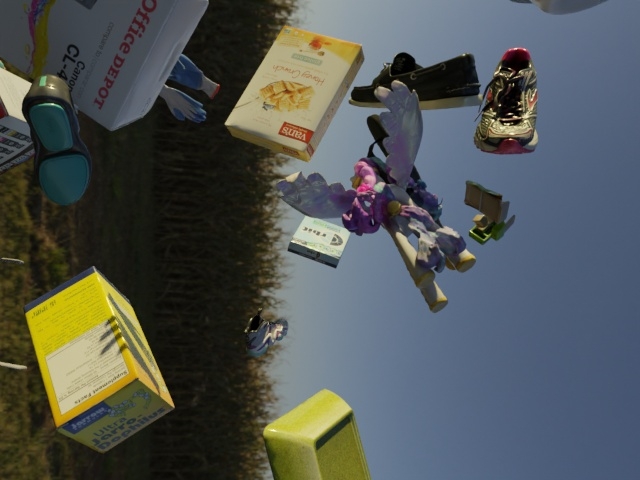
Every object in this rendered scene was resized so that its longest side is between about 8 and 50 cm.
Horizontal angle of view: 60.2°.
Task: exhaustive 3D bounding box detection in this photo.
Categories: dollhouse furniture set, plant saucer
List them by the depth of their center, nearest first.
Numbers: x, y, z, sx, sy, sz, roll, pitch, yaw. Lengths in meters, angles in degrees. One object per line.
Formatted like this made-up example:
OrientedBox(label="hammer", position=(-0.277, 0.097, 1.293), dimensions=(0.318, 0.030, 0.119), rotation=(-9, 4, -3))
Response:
OrientedBox(label="plant saucer", position=(0.015, 0.291, 0.673), dimensions=(0.188, 0.045, 0.188), rotation=(0, 74, -67))
OrientedBox(label="dollhouse furniture set", position=(0.290, -0.055, 0.936), dimensions=(0.076, 0.058, 0.151), rotation=(39, -18, 30))

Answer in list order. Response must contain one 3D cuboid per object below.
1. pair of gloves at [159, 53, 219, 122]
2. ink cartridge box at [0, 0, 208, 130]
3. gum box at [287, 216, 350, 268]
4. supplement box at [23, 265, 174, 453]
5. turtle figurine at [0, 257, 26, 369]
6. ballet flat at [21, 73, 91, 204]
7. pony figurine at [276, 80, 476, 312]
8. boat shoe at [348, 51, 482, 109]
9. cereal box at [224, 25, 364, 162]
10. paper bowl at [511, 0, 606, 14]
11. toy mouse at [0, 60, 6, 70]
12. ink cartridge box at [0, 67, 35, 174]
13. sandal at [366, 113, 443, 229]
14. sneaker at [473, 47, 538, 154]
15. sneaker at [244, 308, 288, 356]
OrientedBox(label="pair of gloves", position=(-0.334, -0.362, 1.329), dimensions=(0.198, 0.159, 0.023), rotation=(-41, -159, 52))
OrientedBox(label="ink cartridge box", position=(-0.347, -0.336, 0.759), dimensions=(0.226, 0.306, 0.131), rotation=(-52, -173, 24))
OrientedBox(label="gum box", position=(0.000, 0.000, 1.696), dimensions=(0.184, 0.157, 0.041), rotation=(-62, 171, -58))
OrientedBox(label="supplement box", position=(-0.524, 0.275, 1.301), dimensions=(0.356, 0.194, 0.195), rotation=(52, -11, 35))
OrientedBox(label="turtle figurine", position=(-0.695, 0.107, 0.975), dimensions=(0.266, 0.275, 0.197), rotation=(-4, 118, -59))
OrientedBox(label="ballet flat", position=(-0.333, -0.128, 0.702), dimensions=(0.203, 0.074, 0.074), rotation=(115, -23, -55))
OrientedBox(label="pony figurine", position=(0.128, -0.066, 1.040), dimensions=(0.363, 0.303, 0.351), rotation=(56, 5, 27))
OrientedBox(label="boat shoe", position=(0.181, -0.329, 1.131), dimensions=(0.340, 0.127, 0.113), rotation=(22, -60, 55))
OrientedBox(label="cereal box", position=(-0.046, -0.276, 1.022), dimensions=(0.240, 0.173, 0.047), rotation=(-63, 159, -15))
OrientedBox(label="paper bowl", position=(0.411, -0.457, 0.836), dimensions=(0.284, 0.284, 0.148), rotation=(133, -60, -76))
OrientedBox(label="toy mouse", position=(-0.802, -0.423, 1.398), dimensions=(0.143, 0.031, 0.161), rotation=(36, -14, 45))
OrientedBox(label="ink cartridge box", position=(-0.707, -0.202, 1.046), dimensions=(0.130, 0.310, 0.272), rotation=(62, 3, 4))
OrientedBox(label="sandal", position=(0.217, -0.160, 1.567), dimensions=(0.167, 0.107, 0.445), rotation=(85, -20, -79))
OrientedBox(label="sneaker", position=(0.371, -0.273, 1.098), dimensions=(0.299, 0.121, 0.112), rotation=(-72, 161, -43))
OrientedBox(label="sneaker", position=(-0.090, 0.138, 0.907), dimensions=(0.098, 0.038, 0.069), rotation=(-41, 127, -50))
